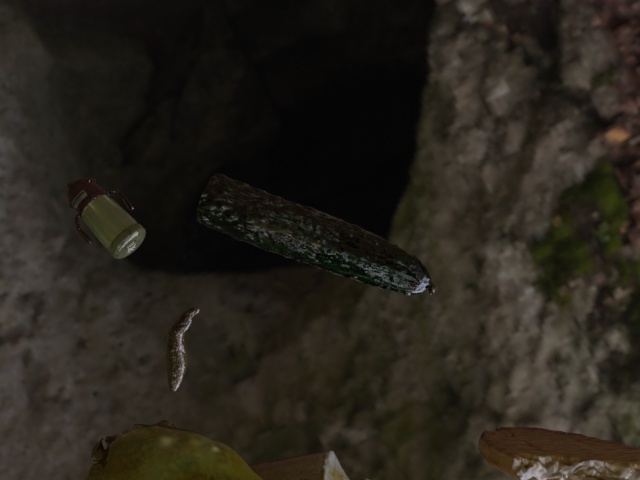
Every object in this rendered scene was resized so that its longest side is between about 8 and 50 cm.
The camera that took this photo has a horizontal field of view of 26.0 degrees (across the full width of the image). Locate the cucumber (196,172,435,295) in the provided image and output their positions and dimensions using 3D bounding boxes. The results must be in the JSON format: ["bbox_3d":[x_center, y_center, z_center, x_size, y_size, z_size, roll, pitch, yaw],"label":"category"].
[{"bbox_3d":[0.000,0.000,1.620,0.067,0.293,0.068,20,90,-87],"label":"cucumber"}]

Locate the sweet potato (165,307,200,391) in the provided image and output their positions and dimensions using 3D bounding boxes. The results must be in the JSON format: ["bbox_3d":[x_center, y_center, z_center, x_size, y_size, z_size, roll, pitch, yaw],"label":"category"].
[{"bbox_3d":[-0.228,0.172,2.225,0.041,0.153,0.038,11,-162,-8],"label":"sweet potato"}]

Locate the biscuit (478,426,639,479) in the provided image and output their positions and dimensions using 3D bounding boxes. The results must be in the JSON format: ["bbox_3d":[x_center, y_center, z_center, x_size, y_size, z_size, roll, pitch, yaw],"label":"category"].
[{"bbox_3d":[0.249,0.223,1.428,0.224,0.033,0.144,8,-176,-31],"label":"biscuit"}]

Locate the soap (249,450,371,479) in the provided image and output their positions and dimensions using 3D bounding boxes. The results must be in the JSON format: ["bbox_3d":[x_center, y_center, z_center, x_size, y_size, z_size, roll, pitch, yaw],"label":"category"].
[{"bbox_3d":[-0.101,0.452,1.821,0.335,0.293,0.156,-16,136,30],"label":"soap"}]

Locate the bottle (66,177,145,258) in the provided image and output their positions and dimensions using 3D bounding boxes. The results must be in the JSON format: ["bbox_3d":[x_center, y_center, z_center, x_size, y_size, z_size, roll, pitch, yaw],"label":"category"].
[{"bbox_3d":[-0.239,-0.029,1.523,0.063,0.101,0.047,-30,159,-46],"label":"bottle"}]

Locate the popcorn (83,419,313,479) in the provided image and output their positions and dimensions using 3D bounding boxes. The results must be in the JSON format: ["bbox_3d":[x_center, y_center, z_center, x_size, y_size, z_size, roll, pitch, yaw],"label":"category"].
[{"bbox_3d":[-0.096,0.332,1.127,0.290,0.321,0.325,14,177,38],"label":"popcorn"}]
